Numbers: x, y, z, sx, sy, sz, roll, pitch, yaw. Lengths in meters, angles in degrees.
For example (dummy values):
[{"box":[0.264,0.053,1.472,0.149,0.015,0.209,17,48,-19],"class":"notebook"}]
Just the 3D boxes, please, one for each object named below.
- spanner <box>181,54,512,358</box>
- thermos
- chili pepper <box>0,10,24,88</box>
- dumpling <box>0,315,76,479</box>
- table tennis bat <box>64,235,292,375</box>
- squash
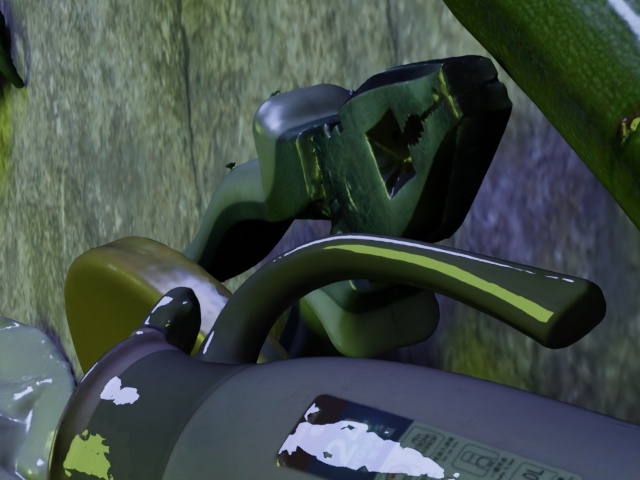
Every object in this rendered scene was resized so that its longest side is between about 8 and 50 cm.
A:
[{"box":[0.000,0.000,0.616,0.325,0.040,0.096,135,116,-69],"class":"spanner"},{"box":[0.021,0.066,0.476,0.193,0.105,0.137,17,75,33],"class":"thermos"},{"box":[-0.262,-0.097,1.199,0.257,0.074,0.100,129,130,-61],"class":"chili pepper"},{"box":[-0.187,0.130,1.046,0.134,0.100,0.169,-24,41,27],"class":"dumpling"},{"box":[-0.006,0.101,0.630,0.321,0.050,0.198,20,135,55],"class":"table tennis bat"},{"box":[0.088,-0.039,0.448,0.229,0.066,0.066,-119,36,-44],"class":"squash"}]
